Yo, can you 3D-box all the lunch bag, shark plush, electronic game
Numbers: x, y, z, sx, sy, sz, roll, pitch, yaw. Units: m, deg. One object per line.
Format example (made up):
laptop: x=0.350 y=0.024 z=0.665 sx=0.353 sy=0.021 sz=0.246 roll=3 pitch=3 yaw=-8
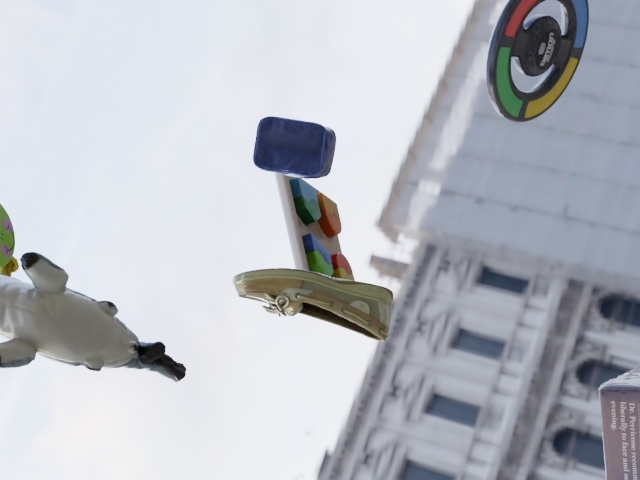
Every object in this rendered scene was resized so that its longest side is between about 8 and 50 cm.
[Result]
lunch bag: x=-0.033 y=-0.109 z=1.544 sx=0.065 sy=0.098 sz=0.067 roll=4 pitch=-83 yaw=-76
shark plush: x=-0.156 y=0.051 z=0.842 sx=0.161 sy=0.067 sz=0.073 roll=12 pitch=-95 yaw=-31
electronic game: x=0.316 y=-0.281 z=1.883 sx=0.229 sy=0.048 sz=0.229 roll=-27 pitch=-49 yaw=-37

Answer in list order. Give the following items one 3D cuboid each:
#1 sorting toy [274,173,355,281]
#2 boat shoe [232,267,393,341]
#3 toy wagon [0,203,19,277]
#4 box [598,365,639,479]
sorting toy: x=0.000 y=0.000 z=1.792 sx=0.208 sy=0.038 sz=0.193 roll=40 pitch=-146 yaw=-63
boat shoe: x=-0.007 y=0.058 z=1.187 sx=0.056 sy=0.153 sz=0.048 roll=153 pitch=125 yaw=-64
toy wagon: x=-0.391 y=-0.057 z=1.217 sx=0.344 sy=0.068 sz=0.267 roll=39 pitch=-141 yaw=-48
box: x=0.371 y=0.194 z=1.125 sx=0.167 sy=0.203 sz=0.168 roll=-12 pitch=-80 yaw=-50
